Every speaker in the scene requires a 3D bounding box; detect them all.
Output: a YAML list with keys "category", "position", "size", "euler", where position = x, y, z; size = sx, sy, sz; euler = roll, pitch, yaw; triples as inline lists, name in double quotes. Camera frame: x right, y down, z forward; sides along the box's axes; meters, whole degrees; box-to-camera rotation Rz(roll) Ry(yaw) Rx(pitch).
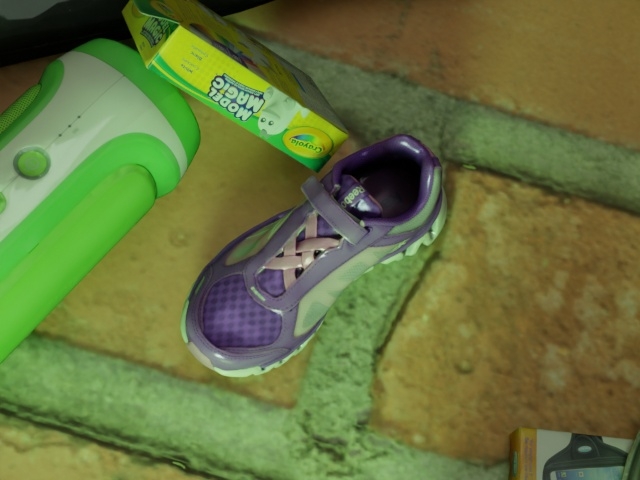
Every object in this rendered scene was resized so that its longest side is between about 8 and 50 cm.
- category: "speaker"
  position: [-0.216, -0.002, 0.853]
  size: [0.131, 0.131, 0.296]
  euler: [38, 68, 7]

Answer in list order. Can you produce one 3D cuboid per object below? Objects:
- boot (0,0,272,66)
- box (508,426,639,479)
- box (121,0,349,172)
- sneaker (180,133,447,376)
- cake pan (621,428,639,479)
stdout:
- category: "boot"
  position: [-0.124, -0.336, 1.005]
  size: [0.445, 0.146, 0.367]
  euler: [-15, 69, -9]
- category: "box"
  position: [0.202, 0.180, 0.898]
  size: [0.136, 0.028, 0.081]
  euler: [6, 68, -5]
- category: "box"
  position: [-0.069, -0.124, 0.896]
  size: [0.179, 0.105, 0.043]
  euler: [32, 106, -32]
- category: "sneaker"
  position: [0.000, 0.000, 0.899]
  size: [0.236, 0.104, 0.095]
  euler: [-38, 80, -19]
- category: "cake pan"
  position: [0.349, 0.212, 0.877]
  size: [0.293, 0.054, 0.293]
  euler: [5, 68, -13]
